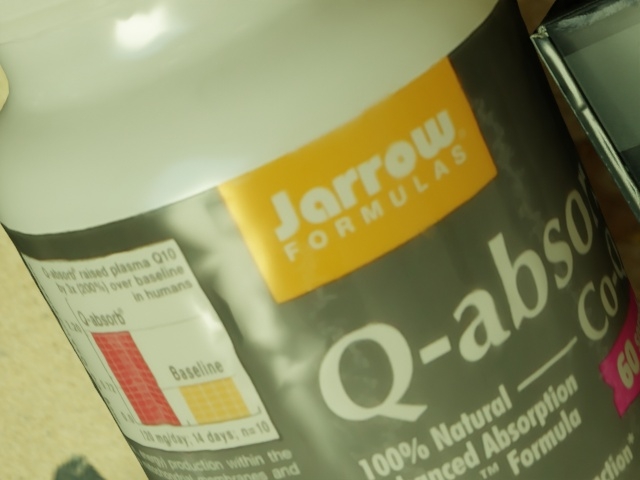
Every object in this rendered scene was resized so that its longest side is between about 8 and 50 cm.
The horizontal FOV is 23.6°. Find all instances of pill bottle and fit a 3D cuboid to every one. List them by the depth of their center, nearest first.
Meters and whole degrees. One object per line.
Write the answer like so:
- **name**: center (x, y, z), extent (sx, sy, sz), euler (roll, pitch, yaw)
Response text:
- **pill bottle**: center (0.000, 0.000, 0.463), extent (0.162, 0.162, 0.278), euler (-12, 115, 32)

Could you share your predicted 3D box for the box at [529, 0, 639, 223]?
- **box**: center (0.190, -0.031, 0.378), extent (0.220, 0.051, 0.175), euler (-22, 109, 35)
